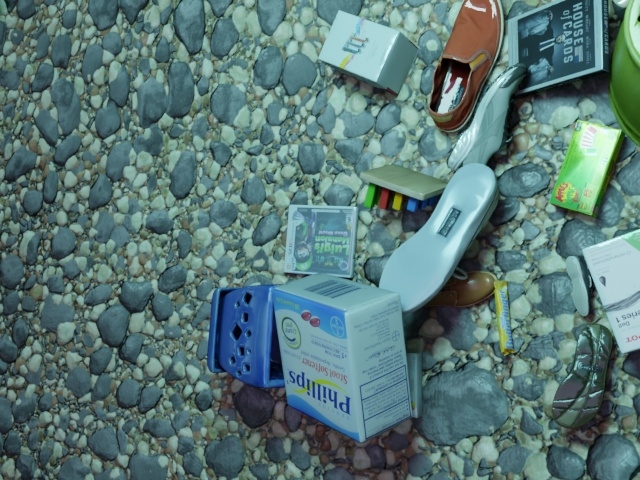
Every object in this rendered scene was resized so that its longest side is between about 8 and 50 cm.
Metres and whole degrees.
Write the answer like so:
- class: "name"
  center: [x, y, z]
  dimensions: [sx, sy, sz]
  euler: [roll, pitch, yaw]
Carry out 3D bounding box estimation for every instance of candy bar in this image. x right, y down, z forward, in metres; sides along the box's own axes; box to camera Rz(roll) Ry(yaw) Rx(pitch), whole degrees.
- class: "candy bar"
  center: [0.395, 0.166, 1.596]
  dimensions: [0.018, 0.040, 0.161]
  euler: [-15, 77, 55]

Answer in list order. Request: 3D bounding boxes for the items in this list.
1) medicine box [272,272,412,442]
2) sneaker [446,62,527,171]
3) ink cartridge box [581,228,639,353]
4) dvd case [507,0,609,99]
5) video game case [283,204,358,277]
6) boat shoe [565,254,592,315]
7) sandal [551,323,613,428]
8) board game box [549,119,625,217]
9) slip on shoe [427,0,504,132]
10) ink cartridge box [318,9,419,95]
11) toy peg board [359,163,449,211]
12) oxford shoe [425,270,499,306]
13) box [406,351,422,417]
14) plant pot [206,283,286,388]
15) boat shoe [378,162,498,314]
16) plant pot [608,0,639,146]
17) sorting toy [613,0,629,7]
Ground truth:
- class: "medicine box"
  center: [0.043, 0.240, 1.589]
  dimensions: [0.263, 0.149, 0.289]
  euler: [11, 112, 52]
- class: "sneaker"
  center: [0.380, -0.255, 1.607]
  dimensions: [0.108, 0.100, 0.271]
  euler: [31, 114, 14]
- class: "ink cartridge box"
  center: [0.629, 0.095, 1.444]
  dimensions: [0.160, 0.092, 0.219]
  euler: [-24, 74, 25]
- class: "dvd case"
  center: [0.489, -0.408, 1.542]
  dimensions: [0.239, 0.030, 0.179]
  euler: [-8, 80, 56]
- class: "video game case"
  center: [0.000, 0.000, 1.831]
  dimensions: [0.190, 0.022, 0.173]
  euler: [3, 87, 28]
- class: "boat shoe"
  center: [0.539, 0.091, 1.524]
  dimensions: [0.046, 0.038, 0.125]
  euler: [140, 121, -66]
- class: "sandal"
  center: [0.534, 0.276, 1.504]
  dimensions: [0.090, 0.060, 0.219]
  euler: [14, 78, 23]
- class: "board game box"
  center: [0.550, -0.148, 1.532]
  dimensions: [0.092, 0.043, 0.181]
  euler: [21, 95, 34]
- class: "slip on shoe"
  center: [0.321, -0.407, 1.652]
  dimensions: [0.123, 0.101, 0.331]
  euler: [20, 94, 30]
- class: "ink cartridge box"
  center: [0.112, -0.442, 1.750]
  dimensions: [0.176, 0.128, 0.127]
  euler: [30, 100, 28]
- class: "toy peg board"
  center: [0.188, -0.104, 1.672]
  dimensions: [0.161, 0.161, 0.079]
  euler: [23, 114, 27]
- class: "oxford shoe"
  center: [0.286, 0.112, 1.638]
  dimensions: [0.212, 0.076, 0.076]
  euler: [-14, 76, 23]
- class: "box"
  center: [0.142, 0.328, 1.716]
  dimensions: [0.186, 0.038, 0.145]
  euler: [-3, 85, 29]
- class: "plant pot"
  center: [-0.136, 0.218, 1.772]
  dimensions: [0.212, 0.236, 0.236]
  euler: [2, 87, 34]
- class: "boat shoe"
  center: [0.267, 0.013, 1.607]
  dimensions: [0.136, 0.156, 0.367]
  euler: [31, 87, 31]
- class: "plant pot"
  center: [0.678, -0.339, 1.310]
  dimensions: [0.366, 0.353, 0.366]
  euler: [-3, 85, 28]
- class: "sorting toy"
  center: [0.652, -0.553, 1.474]
  dimensions: [0.193, 0.038, 0.208]
  euler: [-32, 32, 22]
